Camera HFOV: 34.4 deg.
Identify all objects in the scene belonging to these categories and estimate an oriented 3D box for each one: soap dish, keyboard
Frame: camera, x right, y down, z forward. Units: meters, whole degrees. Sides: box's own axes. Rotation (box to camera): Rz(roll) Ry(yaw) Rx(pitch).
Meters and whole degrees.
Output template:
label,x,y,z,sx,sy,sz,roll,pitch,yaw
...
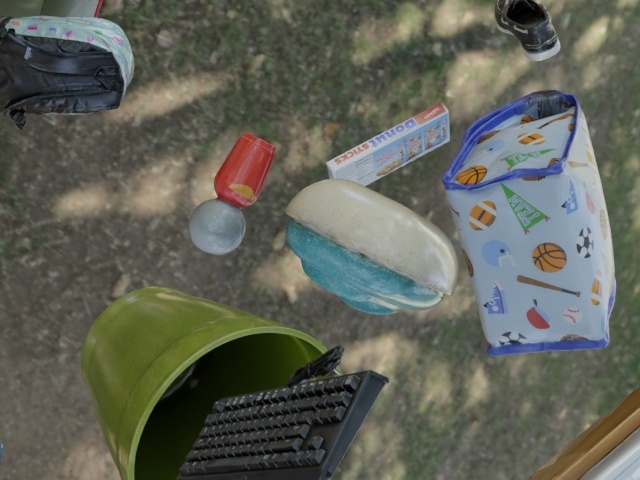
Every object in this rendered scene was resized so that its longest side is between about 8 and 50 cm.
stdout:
label,x,y,z,sx,sy,sz,roll,pitch,yaw
soap dish,0.377,0.321,1.160,0.229,0.118,0.290,-33,103,-23
keyboard,-0.027,0.111,0.660,0.023,0.180,0.108,46,56,-17

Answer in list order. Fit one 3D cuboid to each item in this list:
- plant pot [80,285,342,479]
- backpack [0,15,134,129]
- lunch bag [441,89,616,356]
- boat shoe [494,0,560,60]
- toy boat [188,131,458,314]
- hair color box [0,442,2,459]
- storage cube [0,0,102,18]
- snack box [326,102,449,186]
label,x,y,z,sx,sy,sz,roll,pitch,yaw
plant pot,-0.206,0.240,1.646,0.367,0.353,0.366,-14,117,-30
backpack,-0.343,-0.236,1.384,0.115,0.182,0.152,-87,178,-48
lunch bag,0.361,-0.042,1.717,0.385,0.239,0.327,-53,131,-54
boat shoe,0.195,-0.216,1.000,0.046,0.125,0.038,-20,126,7
toy boat,0.000,0.000,1.168,0.148,0.318,0.267,-64,156,1
hair color box,-0.459,0.245,0.865,0.347,0.105,0.174,-32,127,15
storage cube,-0.495,-0.369,1.664,0.215,0.193,0.183,8,105,-50
snack box,0.092,-0.118,1.374,0.178,0.022,0.064,-28,146,-10
